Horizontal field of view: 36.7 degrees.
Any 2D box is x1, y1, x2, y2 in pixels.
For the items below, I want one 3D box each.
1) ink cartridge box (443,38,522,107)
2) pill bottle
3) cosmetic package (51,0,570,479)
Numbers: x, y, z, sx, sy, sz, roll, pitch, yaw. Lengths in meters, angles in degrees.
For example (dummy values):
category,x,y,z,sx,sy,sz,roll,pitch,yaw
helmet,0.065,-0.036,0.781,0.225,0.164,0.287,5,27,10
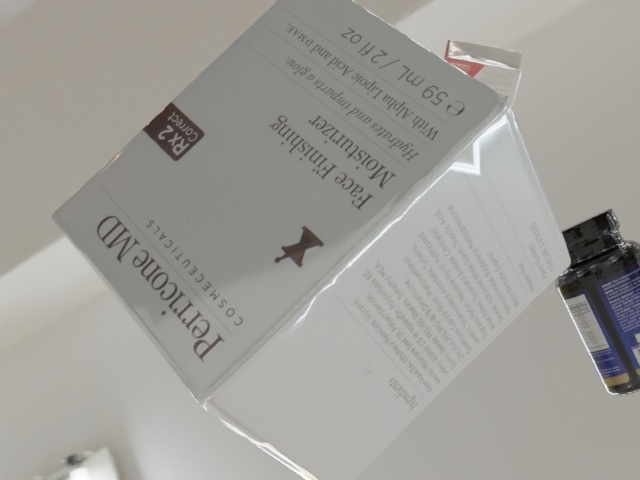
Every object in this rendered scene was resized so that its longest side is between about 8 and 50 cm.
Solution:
category,x,y,z,sx,sy,sz,roll,pitch,yaw
ink cartridge box,0.229,-0.196,1.472,0.115,0.067,0.198,11,-51,3
pill bottle,0.377,0.076,1.235,0.123,0.123,0.219,-26,-94,17
cosmetic package,0.000,0.000,0.496,0.183,0.151,0.151,-44,-128,-5
